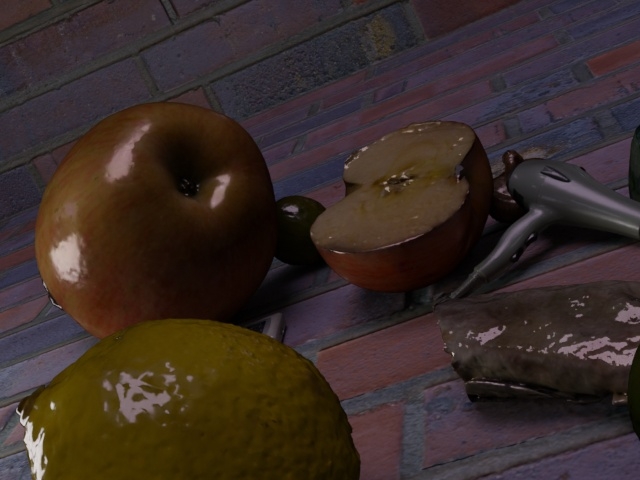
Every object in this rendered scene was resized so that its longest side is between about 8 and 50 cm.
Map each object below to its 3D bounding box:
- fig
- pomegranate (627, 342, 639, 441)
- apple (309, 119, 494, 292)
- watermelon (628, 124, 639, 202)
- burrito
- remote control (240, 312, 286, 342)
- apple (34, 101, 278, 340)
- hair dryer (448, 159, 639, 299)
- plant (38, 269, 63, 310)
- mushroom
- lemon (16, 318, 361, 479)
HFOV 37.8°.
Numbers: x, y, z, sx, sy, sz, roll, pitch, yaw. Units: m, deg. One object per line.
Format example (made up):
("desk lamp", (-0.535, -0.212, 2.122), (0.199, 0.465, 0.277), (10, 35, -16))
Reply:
("fig", (0.000, 0.000, 1.571), (0.124, 0.124, 0.236), (-35, 36, -26))
("pomegranate", (0.333, 0.114, 0.741), (0.156, 0.156, 0.220), (-7, 16, 43))
("apple", (0.138, -0.027, 1.352), (0.251, 0.163, 0.293), (-6, 40, 34))
("watermelon", (0.470, -0.067, 1.226), (0.158, 0.121, 0.098), (16, 33, -13))
("burrito", (0.226, 0.106, 0.979), (0.347, 0.107, 0.175), (-3, 15, 45))
("remote control", (-0.144, 0.164, 1.405), (0.190, 0.029, 0.087), (-21, 18, 14))
("apple", (-0.251, -0.029, 1.486), (0.391, 0.391, 0.346), (-37, -9, -32))
("hair dryer", (0.311, 0.003, 1.217), (0.229, 0.092, 0.267), (6, 53, 41))
("plant", (-0.415, 0.054, 1.817), (0.198, 0.189, 0.276), (-28, -2, 9))
("mushroom", (0.301, -0.075, 1.399), (0.126, 0.085, 0.109), (-30, 63, -7))
("lemon", (-0.115, 0.206, 0.840), (0.321, 0.268, 0.268), (10, 14, -12))
